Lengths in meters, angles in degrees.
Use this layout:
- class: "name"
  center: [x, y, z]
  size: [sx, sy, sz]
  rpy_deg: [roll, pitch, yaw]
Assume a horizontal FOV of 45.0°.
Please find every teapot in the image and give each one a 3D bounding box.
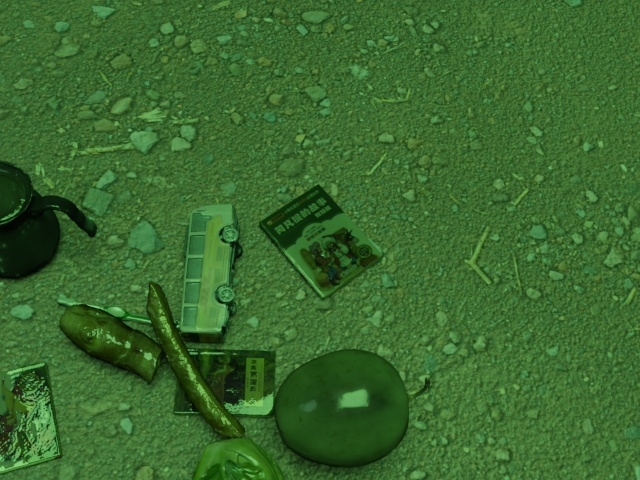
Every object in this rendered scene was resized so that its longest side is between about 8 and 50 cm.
- class: "teapot"
  center: [-0.708, -0.043, 1.783]
  size: [0.305, 0.285, 0.223]
  rpy_deg: [31, 64, 10]

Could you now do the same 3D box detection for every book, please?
- class: "book"
  center: [0.000, 0.000, 1.989]
  size: [0.202, 0.027, 0.264]
  rpy_deg: [-34, 72, -20]
- class: "book"
  center: [-0.221, 0.330, 1.798]
  size: [0.228, 0.024, 0.160]
  rpy_deg: [3, 61, -5]
- class: "book"
  center: [-0.749, 0.411, 1.698]
  size: [0.322, 0.018, 0.228]
  rpy_deg: [-14, 65, -13]

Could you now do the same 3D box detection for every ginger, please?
- class: "ginger"
  center: [-0.479, 0.230, 1.766]
  size: [0.263, 0.116, 0.109]
  rpy_deg: [29, 47, 4]

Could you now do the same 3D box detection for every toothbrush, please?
- class: "toothbrush"
  center: [-0.479, 0.175, 1.843]
  size: [0.304, 0.030, 0.030]
  rpy_deg: [11, 62, -1]

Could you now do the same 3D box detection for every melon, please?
- class: "melon"
  center: [0.054, 0.364, 1.686]
  size: [0.308, 0.272, 0.271]
  rpy_deg: [13, 62, -7]

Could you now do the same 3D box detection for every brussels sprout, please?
- class: "brussels sprout"
  center: [-0.180, 0.530, 1.631]
  size: [0.223, 0.161, 0.223]
  rpy_deg: [-8, 63, 15]

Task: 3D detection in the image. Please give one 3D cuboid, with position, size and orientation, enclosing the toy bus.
- class: "toy bus"
  center: [-0.265, 0.079, 1.883]
  size: [0.138, 0.097, 0.342]
  rpy_deg: [-1, 64, 1]

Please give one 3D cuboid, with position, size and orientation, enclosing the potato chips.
- class: "potato chips"
  center: [-0.299, 0.279, 1.741]
  size: [0.080, 0.057, 0.407]
  rpy_deg: [-36, 79, 16]
